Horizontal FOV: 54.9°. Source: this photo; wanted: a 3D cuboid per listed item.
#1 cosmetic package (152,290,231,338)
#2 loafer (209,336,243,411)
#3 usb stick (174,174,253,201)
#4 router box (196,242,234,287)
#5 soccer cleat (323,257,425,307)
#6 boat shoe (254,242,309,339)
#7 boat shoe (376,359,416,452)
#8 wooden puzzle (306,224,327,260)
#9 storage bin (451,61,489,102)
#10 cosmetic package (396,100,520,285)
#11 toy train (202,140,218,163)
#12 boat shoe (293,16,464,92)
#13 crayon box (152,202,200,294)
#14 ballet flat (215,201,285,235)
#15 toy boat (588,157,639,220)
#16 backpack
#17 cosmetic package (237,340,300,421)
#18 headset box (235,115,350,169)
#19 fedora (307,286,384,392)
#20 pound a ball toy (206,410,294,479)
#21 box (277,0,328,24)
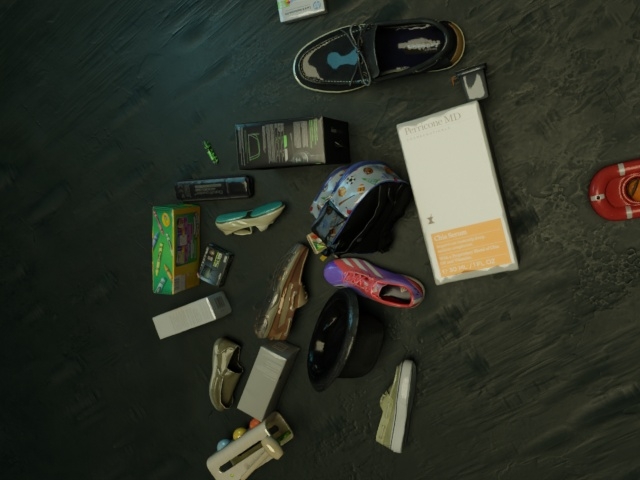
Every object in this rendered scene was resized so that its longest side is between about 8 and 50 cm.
[{"bbox_3d":[-0.428,0.249,2.053,0.231,0.117,0.086,-23,88,22],"label":"cosmetic package"},{"bbox_3d":[-0.310,0.450,2.049,0.087,0.094,0.251,4,98,23],"label":"loafer"},{"bbox_3d":[-0.347,-0.168,2.007,0.278,0.045,0.077,-2,103,20],"label":"usb stick"},{"bbox_3d":[-0.350,0.083,2.044,0.092,0.038,0.123,24,104,14],"label":"router box"},{"bbox_3d":[0.149,0.127,1.831,0.318,0.116,0.109,16,102,17],"label":"soccer cleat"},{"bbox_3d":[-0.101,0.165,1.939,0.116,0.123,0.324,21,96,-19],"label":"boat shoe"},{"bbox_3d":[0.225,0.500,1.861,0.094,0.109,0.302,11,103,20],"label":"boat shoe"},{"bbox_3d":[0.000,0.000,1.922,0.078,0.014,0.116,-35,85,20],"label":"wooden puzzle"},{"bbox_3d":[0.410,-0.421,1.660,0.098,0.135,0.091,-14,99,19],"label":"storage bin"},{"bbox_3d":[0.383,-0.127,1.692,0.230,0.161,0.453,-14,92,20],"label":"cosmetic package"},{"bbox_3d":[-0.360,-0.287,2.006,0.017,0.023,0.083,-29,86,20],"label":"toy train"},{"bbox_3d":[0.145,-0.526,1.728,0.500,0.156,0.187,-2,98,21],"label":"boat shoe"},{"bbox_3d":[-0.468,0.023,2.011,0.081,0.165,0.279,5,98,19],"label":"crayon box"},{"bbox_3d":[-0.215,-0.063,1.964,0.248,0.086,0.086,-10,94,22],"label":"ballet flat"},{"bbox_3d":[0.799,-0.128,1.548,0.231,0.151,0.151,-11,93,20],"label":"toy boat"},{"bbox_3d":[0.121,-0.098,1.736,0.213,0.276,0.263,52,123,25],"label":"backpack"},{"bbox_3d":[-0.167,0.444,1.981,0.107,0.127,0.238,23,106,15],"label":"cosmetic package"},{"bbox_3d":[-0.064,-0.279,1.785,0.283,0.246,0.131,-2,96,19],"label":"headset box"},{"bbox_3d":[0.085,0.306,1.831,0.152,0.334,0.334,17,105,-17],"label":"fedora"},{"bbox_3d":[-0.235,0.671,1.991,0.319,0.208,0.136,-39,84,20],"label":"pound a ball toy"},{"bbox_3d":[-0.064,-0.756,1.832,0.145,0.038,0.186,-7,96,20],"label":"box"}]
